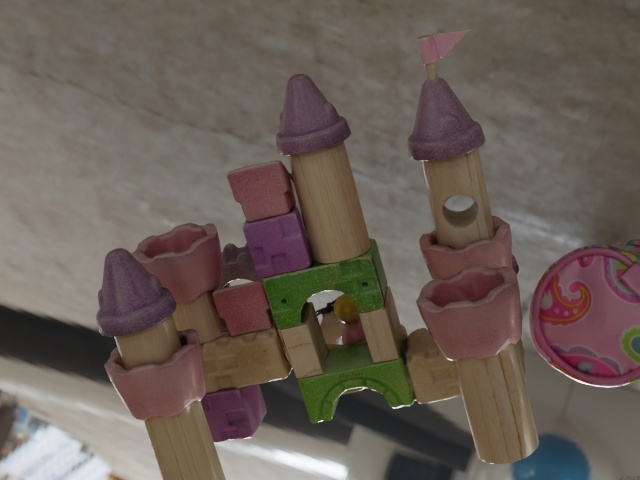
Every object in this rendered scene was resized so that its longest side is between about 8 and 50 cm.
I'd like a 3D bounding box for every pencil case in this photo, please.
[{"bbox_3d":[0.270,0.055,1.139,0.124,0.124,0.284,15,-173,22],"label":"pencil case"}]

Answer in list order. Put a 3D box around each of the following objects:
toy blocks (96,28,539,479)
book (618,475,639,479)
[{"bbox_3d":[0.000,0.000,0.944,0.288,0.260,0.309,-13,-163,13],"label":"toy blocks"},{"bbox_3d":[0.315,0.269,1.095,0.096,0.144,0.035,-4,146,-10],"label":"book"}]
